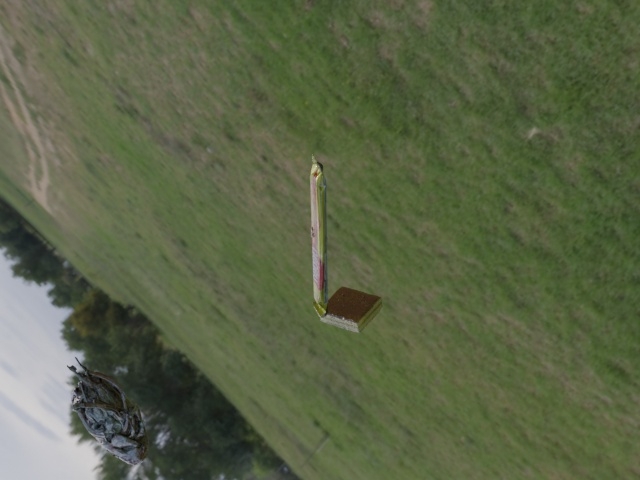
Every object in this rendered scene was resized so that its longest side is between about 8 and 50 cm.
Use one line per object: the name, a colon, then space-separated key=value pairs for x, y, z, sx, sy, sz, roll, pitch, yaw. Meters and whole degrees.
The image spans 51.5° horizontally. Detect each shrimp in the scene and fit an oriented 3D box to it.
shrimp: x=-0.269 y=0.216 z=0.835 sx=0.073 sy=0.074 sz=0.190 roll=-124 pitch=17 yaw=-54

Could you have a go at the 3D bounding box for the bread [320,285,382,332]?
bread: x=0.059 y=0.133 z=1.293 sx=0.094 sy=0.090 sz=0.035 roll=13 pitch=130 yaw=33

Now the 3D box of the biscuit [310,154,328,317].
biscuit: x=0.000 y=0.000 z=1.089 sx=0.048 sy=0.026 sz=0.292 roll=-129 pitch=32 yaw=-52
